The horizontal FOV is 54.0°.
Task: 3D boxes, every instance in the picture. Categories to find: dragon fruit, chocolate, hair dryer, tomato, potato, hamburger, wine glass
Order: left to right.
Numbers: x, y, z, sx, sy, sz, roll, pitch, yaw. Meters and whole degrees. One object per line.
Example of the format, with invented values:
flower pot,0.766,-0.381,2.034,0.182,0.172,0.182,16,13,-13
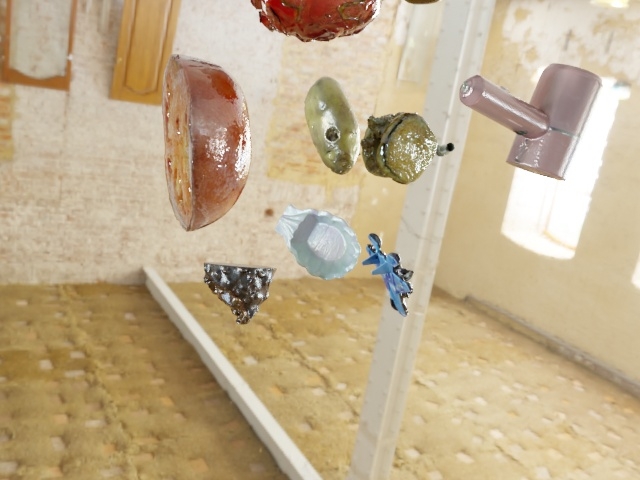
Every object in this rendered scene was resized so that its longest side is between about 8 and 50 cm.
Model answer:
tomato,-0.214,-0.191,1.203,0.143,0.339,0.338,-4,-161,-24
chocolate,-0.244,0.157,1.828,0.206,0.177,0.224,5,178,-17
dragon fruit,-0.008,-0.541,1.264,0.301,0.296,0.295,13,-166,3
potato,0.040,-0.340,1.879,0.141,0.297,0.191,-9,171,-21
hamburger,0.156,-0.212,1.376,0.185,0.159,0.131,44,172,-39
wine glass,0.412,-0.304,2.081,0.038,0.042,0.083,-13,180,-13
hair dryer,0.385,-0.255,1.179,0.352,0.211,0.125,13,-169,-41

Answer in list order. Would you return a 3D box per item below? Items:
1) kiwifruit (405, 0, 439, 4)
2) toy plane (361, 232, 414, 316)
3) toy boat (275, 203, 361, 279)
kiwifruit,0.271,-0.653,1.638,0.124,0.075,0.075,1,-169,19
toy plane,0.170,0.095,1.410,0.169,0.078,0.246,46,174,47
toy boat,0.000,0.000,1.967,0.290,0.199,0.100,35,-171,15
